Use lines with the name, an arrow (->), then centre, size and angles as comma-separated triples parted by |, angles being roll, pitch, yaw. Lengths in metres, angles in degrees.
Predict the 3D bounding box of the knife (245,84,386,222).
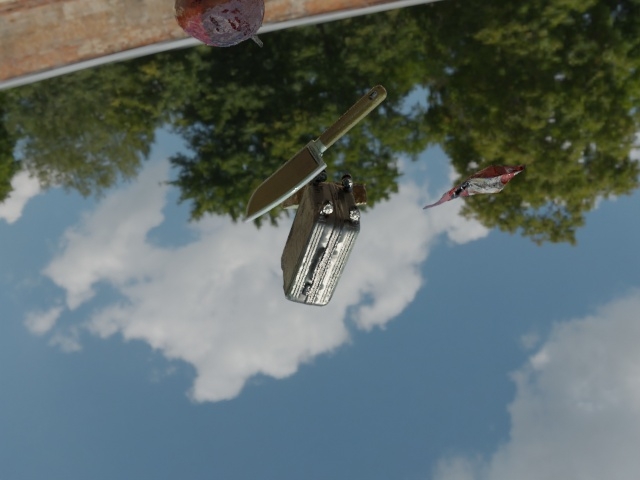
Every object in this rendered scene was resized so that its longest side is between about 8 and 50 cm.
knife -> -0.014, -0.146, 1.346 | 0.343, 0.027, 0.061 | -39, -120, 17

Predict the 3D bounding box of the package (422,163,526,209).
package -> 0.417, -0.149, 2.064 | 0.269, 0.071, 0.194 | -15, 162, -12

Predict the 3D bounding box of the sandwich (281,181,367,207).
sandwich -> 0.004, -0.125, 2.144 | 0.215, 0.065, 0.186 | -2, 179, -20

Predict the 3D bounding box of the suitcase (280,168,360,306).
suitcase -> 0.000, 0.000, 1.890 | 0.128, 0.312, 0.202 | 12, -147, -15

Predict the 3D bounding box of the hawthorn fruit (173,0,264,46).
hawthorn fruit -> -0.241, -0.609, 2.025 | 0.230, 0.266, 0.210 | -28, -131, 33
